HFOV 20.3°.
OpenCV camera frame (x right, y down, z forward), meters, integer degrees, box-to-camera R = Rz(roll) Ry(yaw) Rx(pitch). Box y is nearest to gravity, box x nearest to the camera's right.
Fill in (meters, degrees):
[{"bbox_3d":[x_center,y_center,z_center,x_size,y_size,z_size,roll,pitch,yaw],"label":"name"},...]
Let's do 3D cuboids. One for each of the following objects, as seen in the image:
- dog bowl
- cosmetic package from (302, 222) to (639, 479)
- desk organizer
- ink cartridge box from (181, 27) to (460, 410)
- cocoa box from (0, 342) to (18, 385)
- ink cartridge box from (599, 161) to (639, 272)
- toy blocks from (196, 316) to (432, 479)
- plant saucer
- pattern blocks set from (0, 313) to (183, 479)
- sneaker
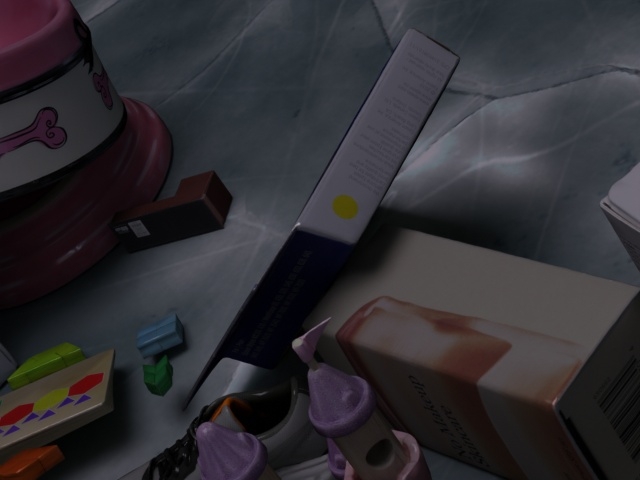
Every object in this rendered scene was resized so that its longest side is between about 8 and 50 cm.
[{"bbox_3d":[-0.430,-0.168,2.002,0.408,0.150,0.408,-8,24,3],"label":"dog bowl"},{"bbox_3d":[0.145,0.101,1.461,0.296,0.153,0.129,15,58,50],"label":"cosmetic package"},{"bbox_3d":[-0.166,-0.032,1.983,0.130,0.047,0.050,-14,38,29],"label":"desk organizer"},{"bbox_3d":[0.000,0.000,1.634,0.307,0.072,0.303,-62,2,-29],"label":"ink cartridge box"},{"bbox_3d":[-0.548,0.091,2.007,0.231,0.228,0.347,-45,35,-12],"label":"cocoa box"},{"bbox_3d":[0.339,0.013,1.318,0.172,0.237,0.100,-40,34,-5],"label":"ink cartridge box"},{"bbox_3d":[-0.046,0.226,1.382,0.288,0.260,0.309,-41,35,-6],"label":"toy blocks"},{"bbox_3d":[-0.337,-0.065,2.139,0.332,0.084,0.332,-23,37,18],"label":"plant saucer"},{"bbox_3d":[-0.287,0.178,1.796,0.325,0.026,0.285,-21,20,14],"label":"pattern blocks set"},{"bbox_3d":[-0.097,0.193,1.603,0.271,0.108,0.100,-26,37,17],"label":"sneaker"}]
